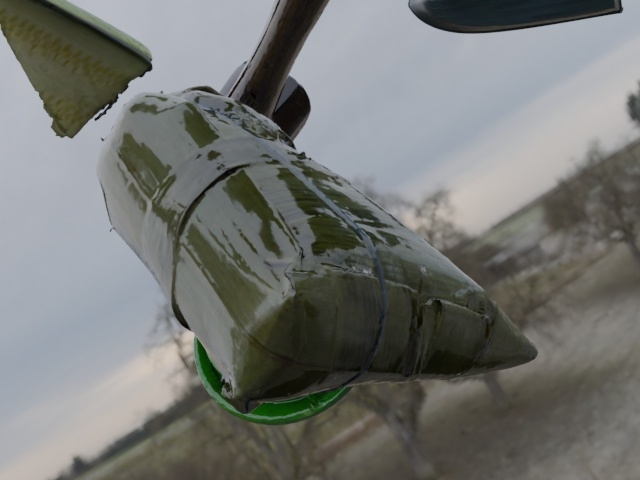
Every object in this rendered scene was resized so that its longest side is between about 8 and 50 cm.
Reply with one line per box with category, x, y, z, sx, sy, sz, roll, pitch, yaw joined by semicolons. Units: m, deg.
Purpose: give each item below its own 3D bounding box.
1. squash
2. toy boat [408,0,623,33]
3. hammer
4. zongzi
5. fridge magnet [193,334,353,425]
squash;-0.338;-0.234;1.423;0.252;0.093;0.169;26;-50;-36
toy boat;0.267;-0.348;1.737;0.296;0.114;0.122;-6;4;16
hammer;-0.040;-0.158;1.120;0.242;0.095;0.409;-57;2;-41
zongzi;0.000;0.000;0.864;0.274;0.251;0.125;4;-52;-44
fridge magnet;-0.041;0.092;1.321;0.208;0.208;0.088;-33;-32;4
